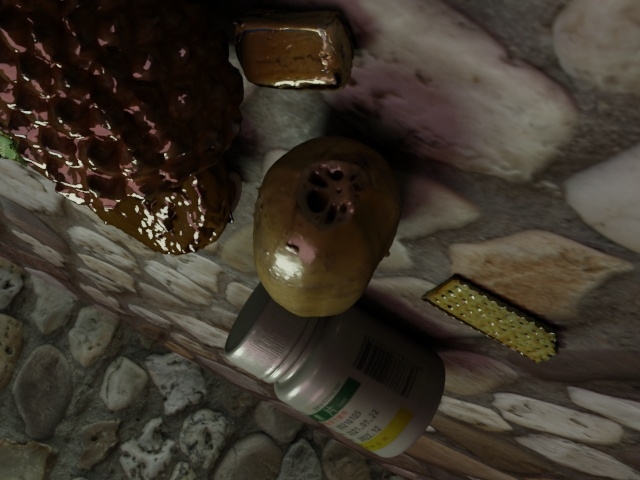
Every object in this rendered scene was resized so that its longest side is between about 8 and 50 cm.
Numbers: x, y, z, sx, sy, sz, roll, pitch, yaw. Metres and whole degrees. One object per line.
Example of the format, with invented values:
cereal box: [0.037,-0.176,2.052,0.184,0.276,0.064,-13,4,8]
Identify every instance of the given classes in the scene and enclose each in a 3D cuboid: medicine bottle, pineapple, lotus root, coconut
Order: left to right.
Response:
coconut: [-0.583,-0.180,1.298,0.158,0.055,0.133,33,161,-11]
pineapple: [-0.215,-0.206,0.595,0.223,0.223,0.357,13,145,34]
lotus root: [0.000,0.000,0.836,0.152,0.169,0.342,31,161,7]
medicine bottle: [0.022,0.205,1.253,0.340,0.208,0.208,32,160,-12]

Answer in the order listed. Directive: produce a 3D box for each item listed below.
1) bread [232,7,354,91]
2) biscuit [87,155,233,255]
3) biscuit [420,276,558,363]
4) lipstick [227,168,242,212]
bread: [-0.023,-0.166,0.637,0.106,0.053,0.072,12,132,30]
biscuit: [-0.243,-0.096,0.932,0.296,0.075,0.295,21,136,21]
biscuit: [0.247,0.113,1.020,0.203,0.016,0.144,28,160,0]
lipstick: [-0.236,-0.098,1.038,0.255,0.070,0.070,18,158,23]
